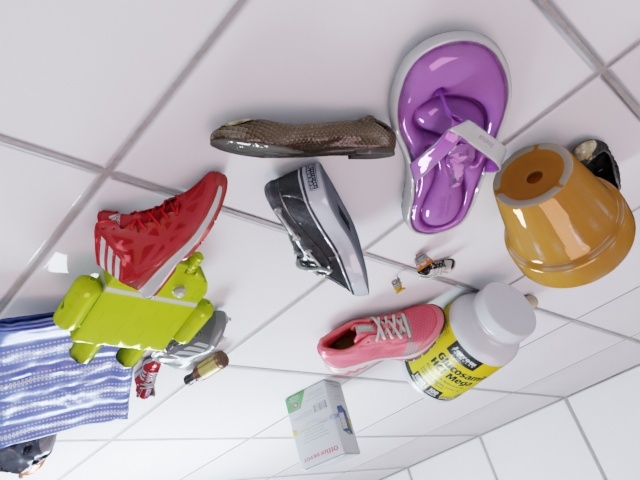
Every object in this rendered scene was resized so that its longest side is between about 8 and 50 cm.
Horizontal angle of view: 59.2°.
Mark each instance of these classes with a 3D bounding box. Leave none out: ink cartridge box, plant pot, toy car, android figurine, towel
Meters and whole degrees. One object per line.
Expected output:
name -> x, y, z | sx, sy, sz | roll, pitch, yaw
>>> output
ink cartridge box -> 0.003, 0.533, 1.617 | 0.154, 0.212, 0.093 | -32, 145, 22
plant pot -> 0.384, -0.053, 0.935 | 0.205, 0.205, 0.188 | -32, 130, 22
toy car -> 0.179, 0.064, 1.142 | 0.122, 0.040, 0.060 | -39, 163, 28
android figurine -> -0.295, 0.108, 0.930 | 0.248, 0.056, 0.273 | 21, 119, -43
towel -> -0.457, 0.249, 1.026 | 0.243, 0.040, 0.335 | -6, 131, -32

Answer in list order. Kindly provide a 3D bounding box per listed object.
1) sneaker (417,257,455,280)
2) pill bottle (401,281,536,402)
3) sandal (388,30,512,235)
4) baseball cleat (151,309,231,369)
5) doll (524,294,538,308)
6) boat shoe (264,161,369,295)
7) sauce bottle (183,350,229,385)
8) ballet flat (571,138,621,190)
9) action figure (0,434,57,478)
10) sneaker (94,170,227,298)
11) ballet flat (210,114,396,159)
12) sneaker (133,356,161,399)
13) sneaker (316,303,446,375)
sneaker -> 0.240, 0.059, 1.172 | 0.083, 0.031, 0.037 | -27, 147, 15
pill bottle -> 0.353, 0.246, 1.364 | 0.188, 0.187, 0.334 | 3, 143, -28
sandal -> 0.199, -0.117, 0.817 | 0.170, 0.102, 0.416 | -18, 148, 1
baseball cleat -> -0.268, 0.199, 1.117 | 0.110, 0.072, 0.206 | 19, 130, -34
doll -> 0.477, 0.192, 1.471 | 0.189, 0.046, 0.129 | -23, 148, 10
boat shoe -> 0.000, 0.003, 0.905 | 0.105, 0.113, 0.306 | -16, 146, 11
sauce bottle -> -0.265, 0.297, 1.296 | 0.128, 0.042, 0.042 | -33, 145, 28
ballet flat -> 0.487, -0.131, 0.980 | 0.173, 0.049, 0.057 | 19, 132, -43
action figure -> -0.688, 0.401, 1.142 | 0.342, 0.178, 0.330 | -19, 138, -3
sneaker -> -0.232, -0.026, 0.777 | 0.128, 0.087, 0.221 | 32, 104, -24
ballet flat -> -0.018, -0.139, 0.737 | 0.250, 0.058, 0.084 | -1, 180, -14
sneaker -> -0.373, 0.303, 1.228 | 0.042, 0.067, 0.118 | 8, 140, -35
sneaker -> 0.137, 0.224, 1.300 | 0.314, 0.115, 0.136 | -23, 146, 10
